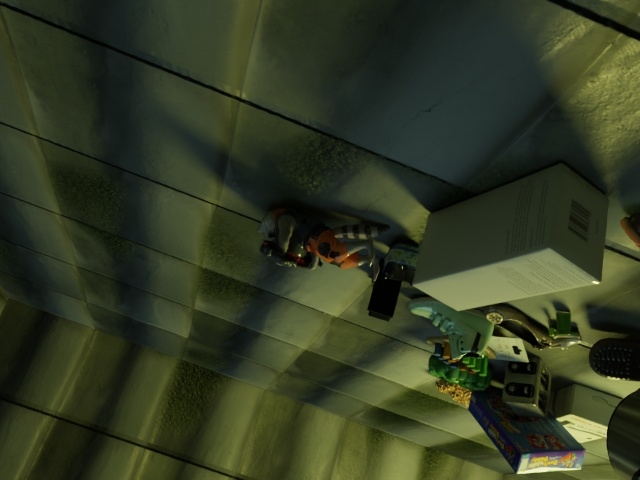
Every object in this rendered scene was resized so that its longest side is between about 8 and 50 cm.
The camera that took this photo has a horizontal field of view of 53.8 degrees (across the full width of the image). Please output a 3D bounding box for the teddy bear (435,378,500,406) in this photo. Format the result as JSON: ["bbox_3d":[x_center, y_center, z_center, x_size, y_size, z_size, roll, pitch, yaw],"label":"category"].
[{"bbox_3d":[0.599,0.605,2.403,0.338,0.113,0.245,29,154,-21],"label":"teddy bear"}]

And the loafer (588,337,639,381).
[{"bbox_3d":[0.896,0.315,1.672,0.366,0.133,0.130,12,-170,8],"label":"loafer"}]

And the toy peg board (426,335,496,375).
[{"bbox_3d":[0.431,0.361,1.949,0.161,0.079,0.161,-12,142,40],"label":"toy peg board"}]

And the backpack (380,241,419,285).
[{"bbox_3d":[0.214,0.053,1.604,0.105,0.084,0.114,14,159,7],"label":"backpack"}]

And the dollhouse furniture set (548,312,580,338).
[{"bbox_3d":[0.670,0.236,1.739,0.076,0.058,0.152,-4,166,24],"label":"dollhouse furniture set"}]

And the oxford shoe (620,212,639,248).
[{"bbox_3d":[0.756,0.019,1.200,0.364,0.130,0.132,25,121,1],"label":"oxford shoe"}]

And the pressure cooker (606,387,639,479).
[{"bbox_3d":[1.021,0.589,1.707,0.376,0.369,0.420,27,175,3],"label":"pressure cooker"}]

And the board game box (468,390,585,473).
[{"bbox_3d":[0.685,0.635,2.132,0.234,0.078,0.347,2,-161,-14],"label":"board game box"}]

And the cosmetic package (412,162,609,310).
[{"bbox_3d":[0.374,0.007,1.290,0.155,0.196,0.366,29,153,-23],"label":"cosmetic package"}]

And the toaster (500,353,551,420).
[{"bbox_3d":[0.669,0.479,2.046,0.110,0.168,0.185,-3,146,35],"label":"toaster"}]

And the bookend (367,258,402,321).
[{"bbox_3d":[0.171,0.158,1.754,0.072,0.156,0.157,17,155,2],"label":"bookend"}]

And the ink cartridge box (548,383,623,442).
[{"bbox_3d":[0.902,0.609,2.208,0.197,0.114,0.273,19,153,-1],"label":"ink cartridge box"}]

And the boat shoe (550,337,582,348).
[{"bbox_3d":[0.705,0.298,1.820,0.100,0.035,0.035,-12,141,46],"label":"boat shoe"}]

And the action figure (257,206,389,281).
[{"bbox_3d":[0.000,0.000,1.626,0.330,0.178,0.341,19,-178,13],"label":"action figure"}]

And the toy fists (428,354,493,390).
[{"bbox_3d":[0.490,0.456,2.158,0.142,0.096,0.279,-5,157,39],"label":"toy fists"}]

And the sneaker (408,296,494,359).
[{"bbox_3d":[0.367,0.259,1.830,0.256,0.151,0.094,15,155,10],"label":"sneaker"}]

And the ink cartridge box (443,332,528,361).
[{"bbox_3d":[0.517,0.314,1.963,0.233,0.066,0.189,-4,147,24],"label":"ink cartridge box"}]

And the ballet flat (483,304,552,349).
[{"bbox_3d":[0.562,0.250,1.793,0.250,0.058,0.084,29,151,-22],"label":"ballet flat"}]
